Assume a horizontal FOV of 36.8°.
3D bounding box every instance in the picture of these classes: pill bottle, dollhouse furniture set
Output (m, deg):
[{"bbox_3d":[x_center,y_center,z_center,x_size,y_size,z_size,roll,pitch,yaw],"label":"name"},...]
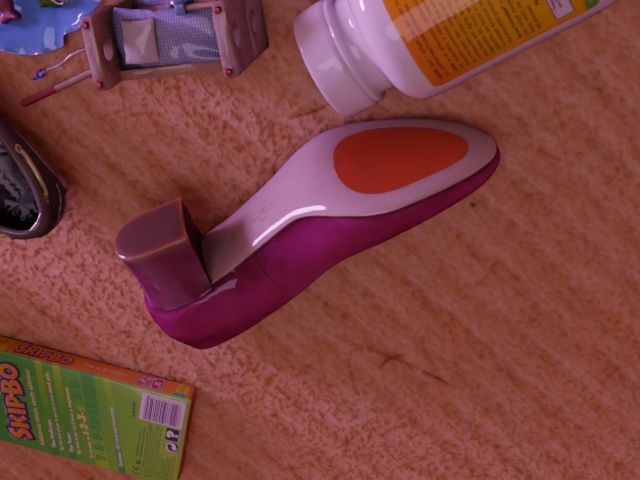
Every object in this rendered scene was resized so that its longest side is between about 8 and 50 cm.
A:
[{"bbox_3d":[0.106,-0.202,0.800,0.246,0.136,0.136,-26,107,19],"label":"pill bottle"},{"bbox_3d":[-0.134,-0.238,0.831,0.129,0.129,0.183,-4,112,12],"label":"dollhouse furniture set"}]

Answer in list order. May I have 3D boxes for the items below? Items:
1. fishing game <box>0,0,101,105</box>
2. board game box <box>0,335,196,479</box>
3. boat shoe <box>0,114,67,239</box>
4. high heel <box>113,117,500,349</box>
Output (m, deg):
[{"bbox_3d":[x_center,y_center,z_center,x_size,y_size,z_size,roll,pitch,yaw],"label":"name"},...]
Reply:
[{"bbox_3d":[-0.290,-0.261,0.899,0.189,0.041,0.264,-18,109,20],"label":"fishing game"},{"bbox_3d":[-0.277,0.193,1.097,0.259,0.039,0.124,13,114,1],"label":"board game box"},{"bbox_3d":[-0.372,-0.117,0.931,0.109,0.091,0.305,-45,102,-2],"label":"boat shoe"},{"bbox_3d":[0.000,0.000,0.950,0.377,0.127,0.181,-14,139,11],"label":"high heel"}]
